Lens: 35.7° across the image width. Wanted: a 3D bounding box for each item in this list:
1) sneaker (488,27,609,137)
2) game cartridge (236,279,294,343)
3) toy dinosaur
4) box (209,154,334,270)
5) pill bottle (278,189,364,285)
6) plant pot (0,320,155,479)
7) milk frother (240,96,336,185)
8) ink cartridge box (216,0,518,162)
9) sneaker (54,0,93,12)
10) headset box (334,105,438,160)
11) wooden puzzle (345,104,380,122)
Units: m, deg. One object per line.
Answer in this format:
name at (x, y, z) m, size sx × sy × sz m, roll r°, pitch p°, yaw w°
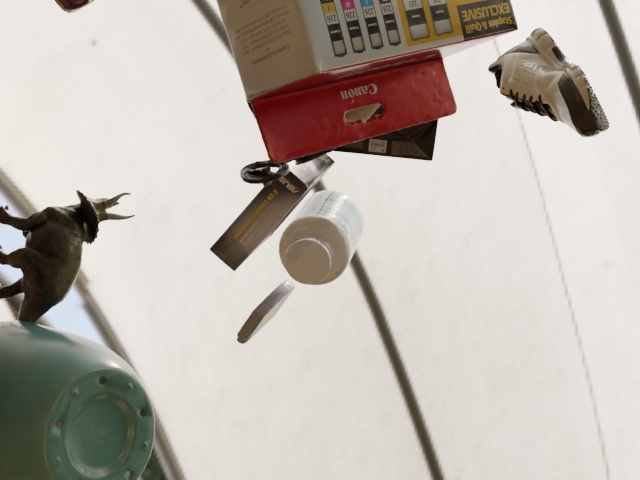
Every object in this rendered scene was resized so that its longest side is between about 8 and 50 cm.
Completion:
sneaker at (0.130, -0.084, 0.573) m, size 0.043 × 0.109 × 0.040 m, roll -29°, pitch -60°, yaw 8°
game cartridge at (-0.059, 0.076, 1.094) m, size 0.017 × 0.083 × 0.056 m, roll 36°, pitch -56°, yaw 8°
toy dinosaur at (-0.432, 0.026, 1.564) m, size 0.160 × 0.314 × 0.121 m, roll 5°, pitch -33°, yaw 21°
box at (-0.073, -0.060, 1.611) m, size 0.056 × 0.231 × 0.183 m, roll 43°, pitch -71°, yaw -1°
pill bottle at (0.000, 0.000, 2.010) m, size 0.146 × 0.264 × 0.146 m, roll 4°, pitch -70°, yaw 10°
plant pot at (-0.376, 0.263, 1.399) m, size 0.235 × 0.293 × 0.293 m, roll -1°, pitch -28°, yaw 42°
milk frother at (-0.054, -0.156, 1.267) m, size 0.129 × 0.143 × 0.135 m, roll -20°, pitch -76°, yaw 32°
ink cartridge box at (0.055, -0.251, 1.066) m, size 0.309 × 0.272 × 0.130 m, roll -20°, pitch 6°, yaw -37°
sneaker at (-0.334, -0.414, 1.510) m, size 0.084 × 0.185 × 0.069 m, roll -17°, pitch -61°, yaw 42°
headset box at (0.124, -0.296, 1.959) m, size 0.218 × 0.293 × 0.110 m, roll 6°, pitch -47°, yaw 3°
wooden puzzle at (0.068, -0.385, 1.652) m, size 0.348 × 0.322 × 0.080 m, roll -46°, pitch -45°, yaw 0°
